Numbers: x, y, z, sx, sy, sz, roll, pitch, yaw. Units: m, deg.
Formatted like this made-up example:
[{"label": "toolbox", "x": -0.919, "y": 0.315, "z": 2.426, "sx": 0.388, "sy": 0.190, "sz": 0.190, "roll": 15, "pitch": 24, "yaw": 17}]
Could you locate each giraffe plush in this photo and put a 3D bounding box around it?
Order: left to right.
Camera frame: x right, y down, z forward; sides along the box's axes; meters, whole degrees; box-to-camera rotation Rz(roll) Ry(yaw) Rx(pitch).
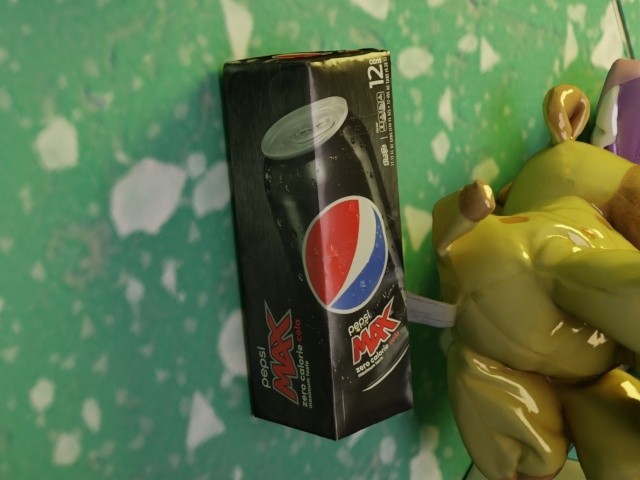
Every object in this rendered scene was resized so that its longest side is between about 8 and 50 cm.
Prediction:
[{"label": "giraffe plush", "x": 0.138, "y": 0.018, "z": 0.644, "sx": 0.170, "sy": 0.210, "sz": 0.181, "roll": -50, "pitch": 166, "yaw": -48}]

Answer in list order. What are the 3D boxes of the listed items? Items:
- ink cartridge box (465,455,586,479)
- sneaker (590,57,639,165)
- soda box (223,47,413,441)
[{"label": "ink cartridge box", "x": 0.145, "y": 0.174, "z": 0.705, "sx": 0.122, "sy": 0.088, "sz": 0.052, "roll": 52, "pitch": 58, "yaw": -36}, {"label": "sneaker", "x": 0.234, "y": -0.008, "z": 0.755, "sx": 0.095, "sy": 0.104, "sz": 0.236, "roll": -54, "pitch": 130, "yaw": -45}, {"label": "soda box", "x": 0.000, "y": 0.000, "z": 0.558, "sx": 0.053, "sy": 0.060, "sz": 0.169, "roll": -16, "pitch": 106, "yaw": -42}]
